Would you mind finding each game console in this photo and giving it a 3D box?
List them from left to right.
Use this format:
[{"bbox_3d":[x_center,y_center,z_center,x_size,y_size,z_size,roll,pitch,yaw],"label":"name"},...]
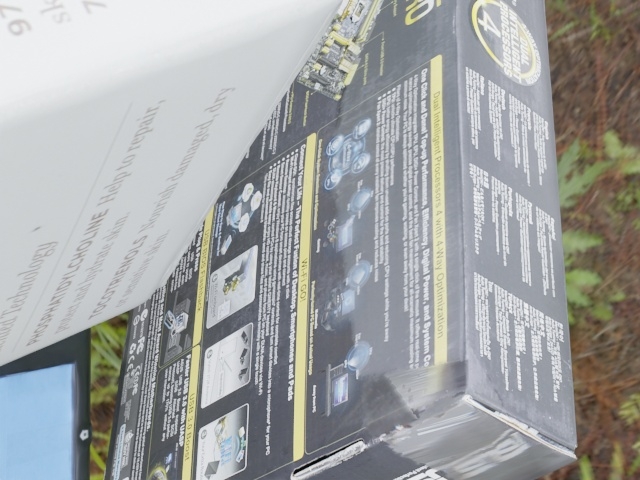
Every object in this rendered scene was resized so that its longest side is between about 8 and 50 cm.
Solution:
[{"bbox_3d":[-0.371,0.230,1.390,0.342,0.060,0.387,-6,100,-48],"label":"game console"}]

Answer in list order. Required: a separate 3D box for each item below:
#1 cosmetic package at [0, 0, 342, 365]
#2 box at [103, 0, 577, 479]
[{"bbox_3d":[-0.274,-0.100,0.621,0.393,0.327,0.329,-23,75,-32],"label":"cosmetic package"},{"bbox_3d":[0.000,0.000,0.839,0.097,0.318,0.395,29,46,-30],"label":"box"}]
